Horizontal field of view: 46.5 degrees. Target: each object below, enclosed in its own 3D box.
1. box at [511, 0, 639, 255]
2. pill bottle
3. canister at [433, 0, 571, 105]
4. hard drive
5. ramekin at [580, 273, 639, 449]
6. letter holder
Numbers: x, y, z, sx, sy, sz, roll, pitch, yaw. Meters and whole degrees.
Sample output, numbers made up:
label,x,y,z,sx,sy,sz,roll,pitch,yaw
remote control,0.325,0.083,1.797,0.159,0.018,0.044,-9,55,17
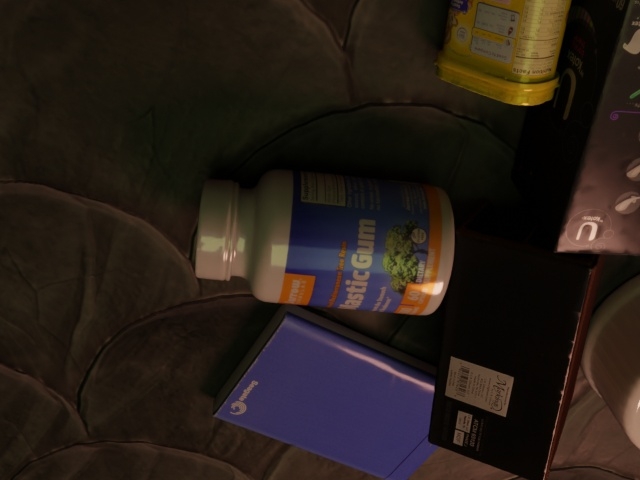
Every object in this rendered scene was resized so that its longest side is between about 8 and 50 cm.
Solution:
label,x,y,z,sx,sy,sz,roll,pitch,yaw
box,0.309,-0.137,0.759,0.144,0.165,0.270,2,123,-5
pill bottle,0.000,0.000,0.840,0.272,0.152,0.152,5,123,-7
canister,0.182,-0.232,0.720,0.073,0.126,0.169,-23,130,-37
hard drive,0.038,0.227,1.056,0.319,0.040,0.210,26,118,-19
ramekin,0.503,0.170,0.990,0.278,0.135,0.277,-1,124,-2
letter holder,0.256,0.102,0.934,0.152,0.214,0.301,15,119,24
